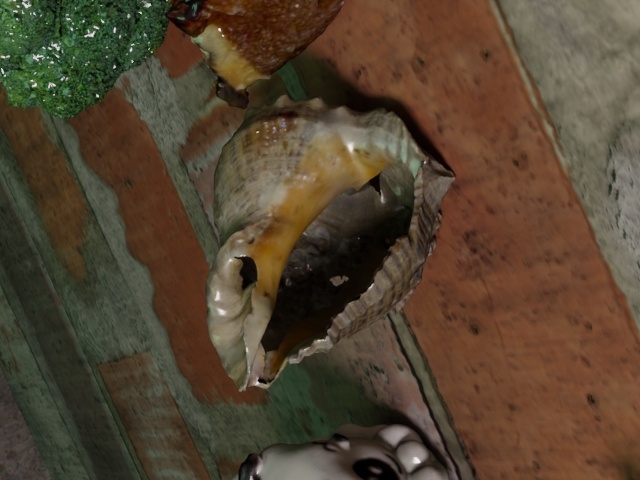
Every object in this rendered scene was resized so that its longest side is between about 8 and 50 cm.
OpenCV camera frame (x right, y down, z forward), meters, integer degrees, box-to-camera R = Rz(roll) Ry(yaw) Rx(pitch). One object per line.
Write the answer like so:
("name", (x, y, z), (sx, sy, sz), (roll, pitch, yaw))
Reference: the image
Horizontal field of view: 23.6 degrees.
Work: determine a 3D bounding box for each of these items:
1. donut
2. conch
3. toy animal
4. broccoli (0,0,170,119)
("donut", (-0.045, -0.199, 1.029), (0.126, 0.144, 0.186), (64, -177, 22))
("conch", (0.000, 0.000, 1.051), (0.163, 0.245, 0.178), (35, 142, -18))
("toy animal", (0.035, 0.243, 1.247), (0.208, 0.156, 0.204), (16, 126, 51))
("broccoli", (-0.239, -0.235, 1.234), (0.270, 0.270, 0.270), (5, -90, -88))
